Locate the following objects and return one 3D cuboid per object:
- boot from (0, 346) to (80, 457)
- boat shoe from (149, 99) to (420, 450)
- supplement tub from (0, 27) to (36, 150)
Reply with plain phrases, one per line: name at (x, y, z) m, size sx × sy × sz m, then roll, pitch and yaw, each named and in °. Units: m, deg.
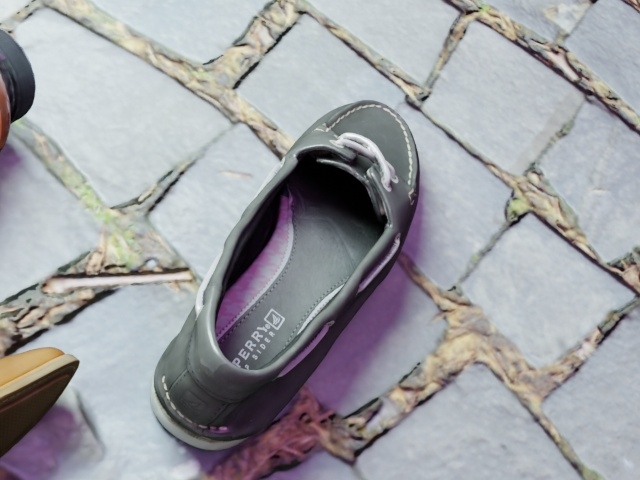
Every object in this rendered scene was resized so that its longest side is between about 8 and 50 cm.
boot at (-0.250, 0.068, 0.662) m, size 0.152 × 0.073 × 0.197 m, roll 45°, pitch 41°, yaw 20°
boat shoe at (0.000, 0.000, 0.803) m, size 0.112 × 0.095 × 0.335 m, roll 34°, pitch 52°, yaw -1°
supplement tub at (-0.264, -0.072, 0.710) m, size 0.106 × 0.106 × 0.198 m, roll 42°, pitch 38°, yaw 4°
